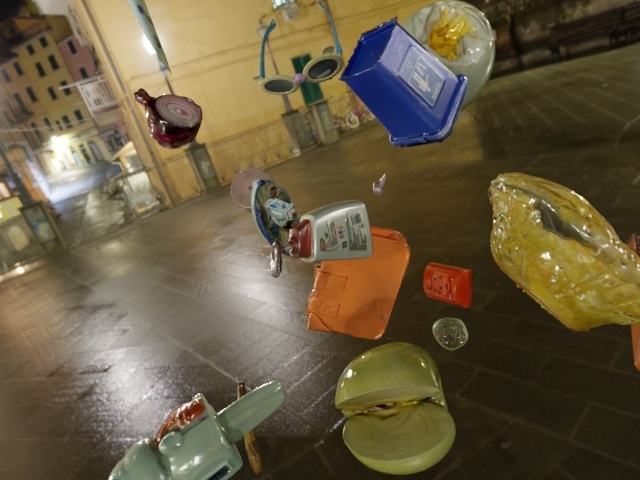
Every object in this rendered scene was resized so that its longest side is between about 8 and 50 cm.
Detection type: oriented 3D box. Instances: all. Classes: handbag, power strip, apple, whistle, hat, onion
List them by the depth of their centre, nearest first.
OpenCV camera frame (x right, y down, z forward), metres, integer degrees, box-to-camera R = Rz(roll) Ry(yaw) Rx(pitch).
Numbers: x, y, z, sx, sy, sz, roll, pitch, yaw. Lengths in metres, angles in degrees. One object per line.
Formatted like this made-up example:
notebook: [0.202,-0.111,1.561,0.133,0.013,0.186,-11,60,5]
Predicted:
whistle: [-0.152,0.251,0.519,0.253,0.106,0.102,-31,-10,-16]
apple: [0.174,0.391,1.024,0.254,0.292,0.292,-17,17,17]
onion: [-0.492,-0.389,1.373,0.140,0.218,0.195,-47,21,45]
handbag: [0.120,0.144,1.501,0.303,0.410,0.116,11,24,-6]
power strip: [-0.230,-0.169,1.501,0.154,0.154,0.078,-17,-13,5]
hat: [0.224,-0.216,1.653,0.042,0.087,0.058,16,5,11]

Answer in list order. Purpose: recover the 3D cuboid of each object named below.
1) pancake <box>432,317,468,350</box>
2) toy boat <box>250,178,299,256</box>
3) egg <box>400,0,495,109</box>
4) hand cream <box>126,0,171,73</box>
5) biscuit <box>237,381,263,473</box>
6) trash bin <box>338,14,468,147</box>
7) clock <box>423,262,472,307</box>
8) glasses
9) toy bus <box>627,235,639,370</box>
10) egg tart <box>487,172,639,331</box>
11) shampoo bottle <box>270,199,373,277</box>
pancake: [0.388,0.276,1.295,0.108,0.108,0.017,-7,7,33]
toy boat: [-0.102,-0.051,1.134,0.115,0.262,0.114,29,61,32]
egg: [0.303,-0.460,1.169,0.278,0.279,0.336,-22,-9,-9]
hand cream: [-0.449,-0.571,1.056,0.067,0.321,0.109,-23,4,-2]
biscuit: [-0.228,0.570,1.346,0.041,0.209,0.290,-12,41,-14]
trash bin: [0.165,-0.314,0.895,0.184,0.234,0.163,5,68,55]
clock: [0.378,0.133,1.310,0.061,0.113,0.155,-5,8,-27]
glasses: [-0.039,-0.412,0.943,0.189,0.088,0.221,-13,53,21]
toy bus: [0.893,0.168,1.164,0.092,0.093,0.409,11,54,17]
egg tart: [0.497,0.046,0.917,0.178,0.443,0.443,-46,16,8]
shampoo bottle: [0.000,0.000,0.985,0.284,0.153,0.071,-17,13,-38]
